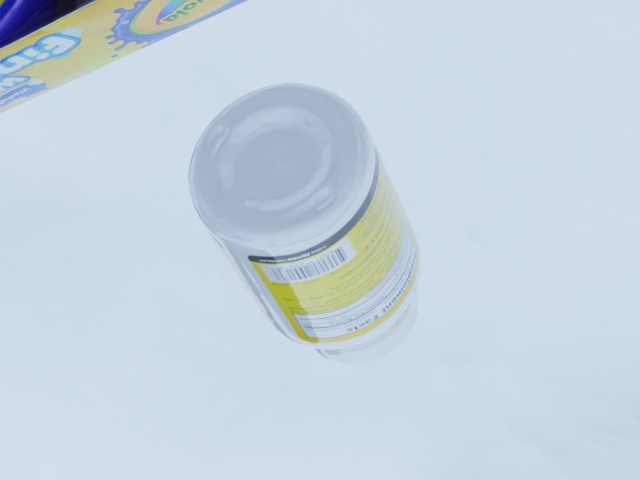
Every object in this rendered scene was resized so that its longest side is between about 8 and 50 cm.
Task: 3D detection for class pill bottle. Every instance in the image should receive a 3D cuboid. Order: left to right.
[{"bbox_3d":[0.000,0.000,0.610,0.065,0.116,0.065,-7,60,13],"label":"pill bottle"}]

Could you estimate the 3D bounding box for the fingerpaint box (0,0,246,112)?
[{"bbox_3d":[-0.289,-0.218,1.200,0.444,0.371,0.163,-22,73,16],"label":"fingerpaint box"}]
